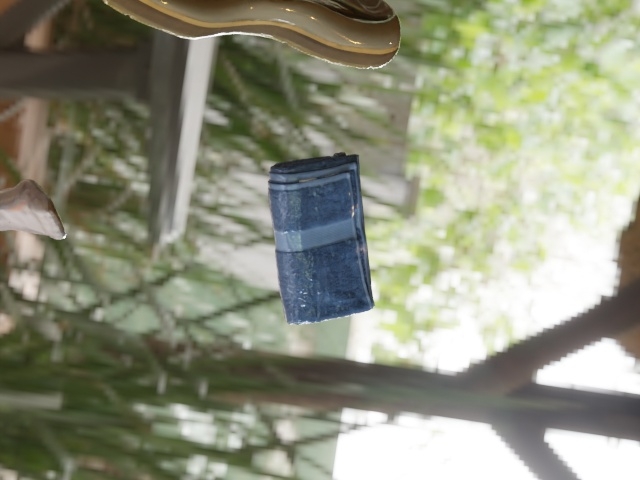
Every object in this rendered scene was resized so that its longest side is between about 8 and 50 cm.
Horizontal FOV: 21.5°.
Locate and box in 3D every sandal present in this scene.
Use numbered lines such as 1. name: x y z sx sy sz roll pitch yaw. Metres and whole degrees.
1. sandal: -0.033 -0.105 0.611 0.072 0.180 0.049 47 -63 39

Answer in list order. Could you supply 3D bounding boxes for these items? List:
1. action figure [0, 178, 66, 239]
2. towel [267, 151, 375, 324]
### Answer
1. action figure: -0.267 0.047 0.653 0.341 0.330 0.178 57 -12 -23
2. towel: 0.000 0.000 1.179 0.029 0.067 0.119 -135 -144 -64
